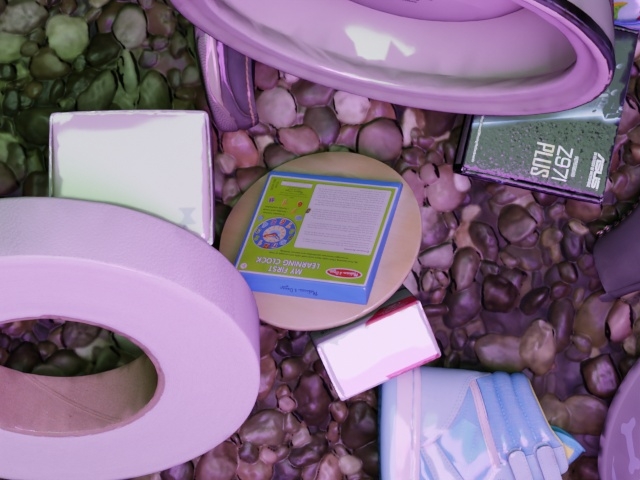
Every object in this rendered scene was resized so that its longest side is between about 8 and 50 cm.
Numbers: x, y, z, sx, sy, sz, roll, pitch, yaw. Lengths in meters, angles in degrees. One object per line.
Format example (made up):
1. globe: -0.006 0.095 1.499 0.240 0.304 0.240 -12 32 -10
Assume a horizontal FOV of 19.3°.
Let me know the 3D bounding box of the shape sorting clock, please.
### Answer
1. shape sorting clock: 0.000 0.000 1.859 0.206 0.040 0.206 -8 52 10

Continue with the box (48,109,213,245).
1. box: -0.176 -0.058 1.797 0.148 0.232 0.127 -1 91 -3

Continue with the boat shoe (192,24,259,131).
1. boat shoe: -0.062 -0.284 1.846 0.130 0.132 0.355 -1 94 -3

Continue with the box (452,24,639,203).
1. box: 0.225 -0.139 1.893 0.147 0.077 0.180 13 92 -4

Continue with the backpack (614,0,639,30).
1. backpack: 0.291 -0.373 1.803 0.290 0.273 0.355 -24 122 11

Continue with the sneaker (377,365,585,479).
1. sneaker: 0.164 0.277 1.885 0.208 0.127 0.319 -2 93 -2

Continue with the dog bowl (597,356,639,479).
1. dog bowl: 0.459 0.229 1.875 0.349 0.102 0.349 -2 105 -7

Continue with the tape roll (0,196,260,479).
1. tape roll: -0.249 0.102 1.749 0.392 0.392 0.072 1 53 -3

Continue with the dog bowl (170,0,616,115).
1. dog bowl: 0.073 -0.248 1.660 0.408 0.408 0.150 15 78 -4

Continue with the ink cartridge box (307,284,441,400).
1. ink cartridge box: 0.050 0.097 1.859 0.109 0.150 0.063 -25 97 -2

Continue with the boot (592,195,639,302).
1. boot: 0.329 -0.042 1.910 0.137 0.077 0.198 -18 62 30
